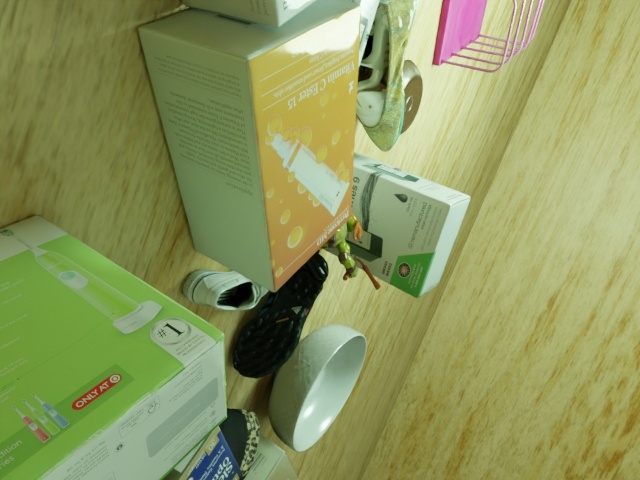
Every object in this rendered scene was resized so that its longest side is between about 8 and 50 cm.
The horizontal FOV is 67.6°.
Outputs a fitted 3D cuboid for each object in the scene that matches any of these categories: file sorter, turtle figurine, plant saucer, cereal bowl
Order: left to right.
[{"bbox_3d":[-0.024,0.362,1.246,0.339,0.141,0.338,-43,146,-38],"label":"cereal bowl"},{"bbox_3d":[0.000,0.000,0.898,0.217,0.269,0.087,-25,177,-27],"label":"turtle figurine"},{"bbox_3d":[0.204,-0.338,1.175,0.198,0.036,0.198,-42,146,-37],"label":"plant saucer"},{"bbox_3d":[0.456,-0.586,1.260,0.291,0.182,0.202,-42,146,-39],"label":"file sorter"}]

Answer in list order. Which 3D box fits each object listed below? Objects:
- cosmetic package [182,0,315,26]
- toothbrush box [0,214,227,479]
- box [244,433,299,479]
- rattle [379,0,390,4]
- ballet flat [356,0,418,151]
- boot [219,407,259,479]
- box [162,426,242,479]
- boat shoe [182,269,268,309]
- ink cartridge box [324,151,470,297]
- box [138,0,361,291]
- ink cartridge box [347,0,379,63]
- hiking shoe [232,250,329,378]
[{"bbox_3d":[-0.060,-0.354,0.520,0.183,0.152,0.151,-50,150,-28],"label":"cosmetic package"},{"bbox_3d":[-0.254,0.112,0.417,0.206,0.283,0.122,-37,144,-45],"label":"toothbrush box"},{"bbox_3d":[-0.154,0.588,1.199,0.121,0.148,0.311,-50,152,-29],"label":"box"},{"bbox_3d":[0.077,-0.476,0.720,0.199,0.130,0.143,-60,157,4],"label":"rattle"},{"bbox_3d":[0.104,-0.329,0.926,0.123,0.123,0.348,-40,146,-41],"label":"ballet flat"},{"bbox_3d":[-0.266,0.466,0.896,0.377,0.138,0.284,-64,155,-14],"label":"boot"},{"bbox_3d":[-0.196,0.417,0.806,0.136,0.037,0.225,-54,150,-39],"label":"box"},{"bbox_3d":[-0.144,0.095,0.852,0.226,0.076,0.083,-2,114,-62],"label":"boat shoe"},{"bbox_3d":[0.133,-0.042,1.014,0.122,0.289,0.211,-21,130,-52],"label":"ink cartridge box"},{"bbox_3d":[-0.075,-0.137,0.669,0.215,0.168,0.345,-45,148,-36],"label":"box"},{"bbox_3d":[0.017,-0.327,0.748,0.060,0.104,0.180,-12,124,-60],"label":"ink cartridge box"},{"bbox_3d":[-0.072,0.156,1.006,0.304,0.113,0.132,-55,178,6],"label":"hiking shoe"}]
